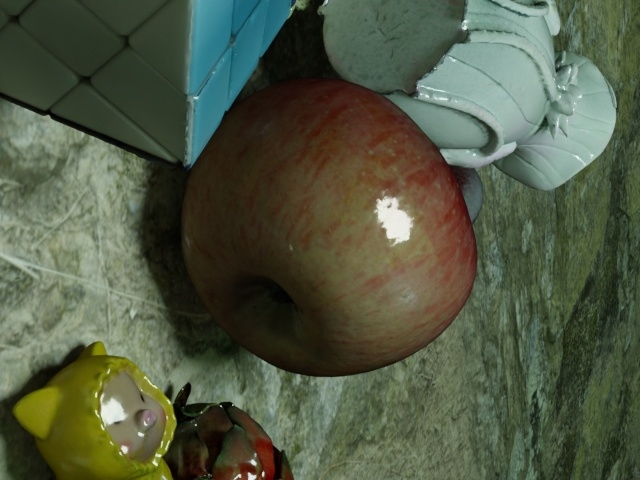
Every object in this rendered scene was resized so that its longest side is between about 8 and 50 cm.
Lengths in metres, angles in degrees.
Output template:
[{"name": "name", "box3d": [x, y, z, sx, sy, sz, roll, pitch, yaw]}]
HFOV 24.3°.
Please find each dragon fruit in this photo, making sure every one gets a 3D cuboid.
[{"name": "dragon fruit", "box3d": [-0.116, 0.265, 1.580, 0.182, 0.182, 0.188, -33, 127, -58]}]

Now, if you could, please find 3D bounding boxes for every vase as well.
[{"name": "vase", "box3d": [0.190, -0.201, 1.769, 0.445, 0.250, 0.250, 21, 79, -55]}]

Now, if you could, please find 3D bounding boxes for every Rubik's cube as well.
[{"name": "Rubik's cube", "box3d": [-0.152, -0.234, 1.207, 0.231, 0.221, 0.224, 101, 15, -53]}]

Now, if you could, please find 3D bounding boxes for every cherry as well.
[{"name": "cherry", "box3d": [0.163, -0.031, 2.155, 0.188, 0.115, 0.148, -61, -172, -21]}]

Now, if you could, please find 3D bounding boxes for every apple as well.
[{"name": "apple", "box3d": [0.000, 0.000, 1.581, 0.269, 0.345, 0.345, -37, 135, -25]}]

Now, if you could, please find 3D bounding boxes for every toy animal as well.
[{"name": "toy animal", "box3d": [-0.206, 0.219, 1.428, 0.156, 0.156, 0.230, -39, 122, -55]}]

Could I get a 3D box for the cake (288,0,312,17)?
[{"name": "cake", "box3d": [-0.064, -0.303, 1.649, 0.225, 0.090, 0.109, -37, 136, -31]}]
